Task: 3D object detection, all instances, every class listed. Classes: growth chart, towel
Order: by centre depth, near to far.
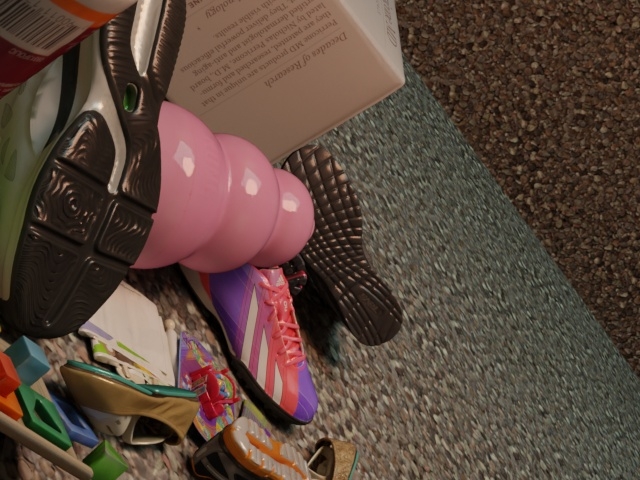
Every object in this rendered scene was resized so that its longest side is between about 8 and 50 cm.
[{"bbox_3d":[-0.235,0.101,1.609,0.237,0.021,0.172,44,24,-36],"label":"growth chart"},{"bbox_3d":[-0.086,0.248,1.772,0.060,0.009,0.083,51,20,-19],"label":"towel"}]

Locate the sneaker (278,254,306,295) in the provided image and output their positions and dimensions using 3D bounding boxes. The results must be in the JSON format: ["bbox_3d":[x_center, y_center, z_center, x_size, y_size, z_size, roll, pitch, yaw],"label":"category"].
[{"bbox_3d":[-0.135,-0.038,1.946,0.299,0.121,0.112,57,3,-27],"label":"sneaker"}]

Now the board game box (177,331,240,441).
[{"bbox_3d":[-0.128,0.186,1.696,0.133,0.033,0.168,56,16,-31],"label":"board game box"}]

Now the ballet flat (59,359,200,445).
[{"bbox_3d":[-0.205,0.184,1.477,0.232,0.080,0.073,27,79,-58],"label":"ballet flat"}]

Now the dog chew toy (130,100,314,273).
[{"bbox_3d":[-0.146,-0.051,1.694,0.332,0.206,0.206,15,43,-37],"label":"dog chew toy"}]

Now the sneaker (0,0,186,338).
[{"bbox_3d":[-0.316,-0.111,1.527,0.169,0.257,0.447,33,66,-51],"label":"sneaker"}]

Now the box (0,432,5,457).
[{"bbox_3d":[-0.330,0.169,1.223,0.083,0.052,0.062,47,21,-29],"label":"box"}]

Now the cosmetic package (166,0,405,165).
[{"bbox_3d":[-0.112,-0.383,2.176,0.393,0.327,0.329,49,21,-28],"label":"cosmetic package"}]

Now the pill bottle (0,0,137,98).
[{"bbox_3d":[-0.362,-0.201,1.183,0.224,0.392,0.224,49,21,-27],"label":"pill bottle"}]

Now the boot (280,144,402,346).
[{"bbox_3d":[0.000,0.000,2.117,0.223,0.118,0.338,-142,-150,-70],"label":"boot"}]

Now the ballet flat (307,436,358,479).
[{"bbox_3d":[0.005,0.331,1.814,0.067,0.073,0.206,27,22,-6],"label":"ballet flat"}]

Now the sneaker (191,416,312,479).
[{"bbox_3d":[-0.074,0.286,1.645,0.215,0.083,0.084,49,21,-40],"label":"sneaker"}]

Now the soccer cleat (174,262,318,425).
[{"bbox_3d":[-0.079,0.102,1.846,0.318,0.116,0.108,58,19,0],"label":"soccer cleat"}]

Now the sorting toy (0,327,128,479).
[{"bbox_3d":[-0.293,0.122,1.274,0.196,0.047,0.347,48,2,42],"label":"sorting toy"}]
